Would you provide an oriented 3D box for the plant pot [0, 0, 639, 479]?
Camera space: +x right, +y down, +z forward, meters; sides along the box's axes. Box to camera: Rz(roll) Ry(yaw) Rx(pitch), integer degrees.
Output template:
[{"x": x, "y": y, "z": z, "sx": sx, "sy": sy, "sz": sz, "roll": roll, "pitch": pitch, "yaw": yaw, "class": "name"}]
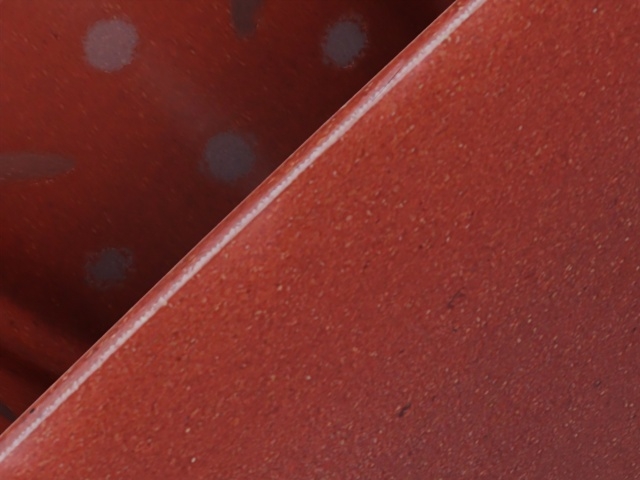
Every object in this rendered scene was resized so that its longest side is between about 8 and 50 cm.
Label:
[{"x": 0.000, "y": 0.000, "z": 0.514, "sx": 0.267, "sy": 0.236, "sz": 0.267, "roll": -44, "pitch": 36, "yaw": 0, "class": "plant pot"}]
